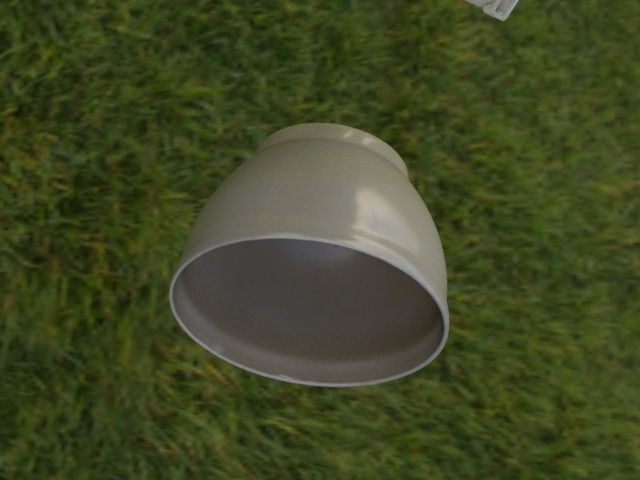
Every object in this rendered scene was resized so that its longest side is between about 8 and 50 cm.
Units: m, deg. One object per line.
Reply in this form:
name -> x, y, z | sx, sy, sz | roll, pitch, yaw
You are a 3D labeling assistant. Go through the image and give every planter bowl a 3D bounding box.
planter bowl -> 0.000, 0.000, 0.944 | 0.162, 0.162, 0.109 | 30, 52, -29

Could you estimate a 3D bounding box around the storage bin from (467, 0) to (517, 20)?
storage bin -> 0.036, -0.283, 0.785 | 0.262, 0.123, 0.260 | 22, 117, -21
